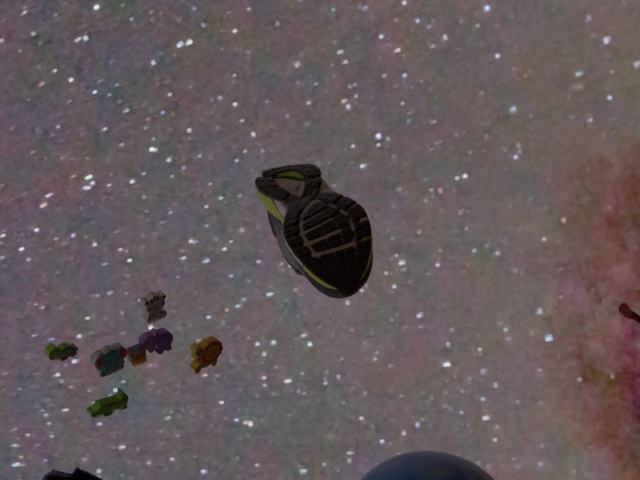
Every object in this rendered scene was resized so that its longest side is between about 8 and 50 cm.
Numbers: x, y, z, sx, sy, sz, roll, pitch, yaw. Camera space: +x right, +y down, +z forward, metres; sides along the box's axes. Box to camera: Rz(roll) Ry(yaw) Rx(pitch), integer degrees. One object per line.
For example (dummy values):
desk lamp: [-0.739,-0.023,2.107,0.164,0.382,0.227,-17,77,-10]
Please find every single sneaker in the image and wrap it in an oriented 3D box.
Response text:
sneaker: [0.000,0.000,1.153,0.111,0.300,0.121,-19,-60,-7]

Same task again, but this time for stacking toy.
stacking toy: [-0.284,0.165,1.333,0.221,0.167,0.052,-23,-50,-33]

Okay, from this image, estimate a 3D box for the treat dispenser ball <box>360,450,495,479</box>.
treat dispenser ball: [0.164,0.463,1.328,0.288,0.288,0.288,15,-111,-44]

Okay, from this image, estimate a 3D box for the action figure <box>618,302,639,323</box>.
action figure: [0.664,0.161,1.611,0.280,0.091,0.139,36,-159,-13]

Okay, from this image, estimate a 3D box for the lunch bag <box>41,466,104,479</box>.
lunch bag: [-0.216,0.473,0.925,0.328,0.385,0.239,-59,-10,5]
